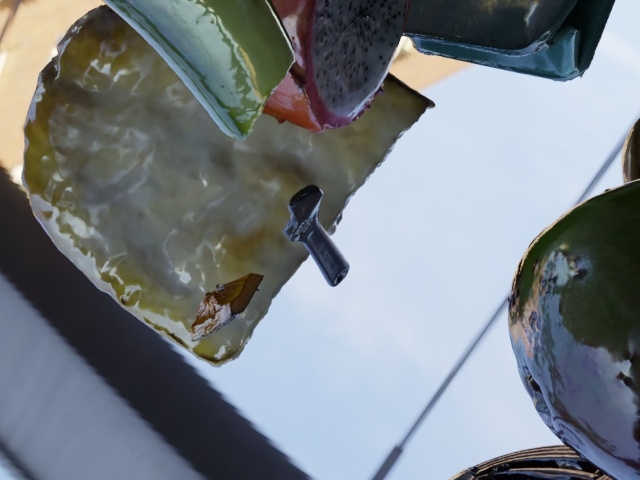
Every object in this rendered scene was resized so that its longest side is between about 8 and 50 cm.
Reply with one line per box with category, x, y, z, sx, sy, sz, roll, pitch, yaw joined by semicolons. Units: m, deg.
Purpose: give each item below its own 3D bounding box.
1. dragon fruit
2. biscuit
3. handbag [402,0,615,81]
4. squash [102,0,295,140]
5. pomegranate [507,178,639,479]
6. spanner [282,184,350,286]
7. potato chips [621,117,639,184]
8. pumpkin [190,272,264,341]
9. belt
dragon fruit;-0.032;-0.255;1.697;0.189;0.291;0.290;15;-153;27
biscuit;-0.154;-0.103;1.941;0.446;0.429;0.104;31;-172;2
handbag;0.216;-0.316;1.797;0.089;0.239;0.326;28;175;-36
squash;-0.093;-0.151;0.808;0.250;0.083;0.083;45;-160;-41
pomegranate;0.313;0.052;1.340;0.291;0.323;0.291;41;-178;-2
spanner;0.000;0.000;1.306;0.012;0.046;0.208;40;174;21
potato chips;0.453;-0.062;2.106;0.208;0.061;0.195;54;-139;-28
pumpkin;-0.113;0.071;1.808;0.035;0.073;0.101;57;-152;-16
belt;0.280;0.340;1.917;0.212;0.347;0.117;-24;-85;-27
